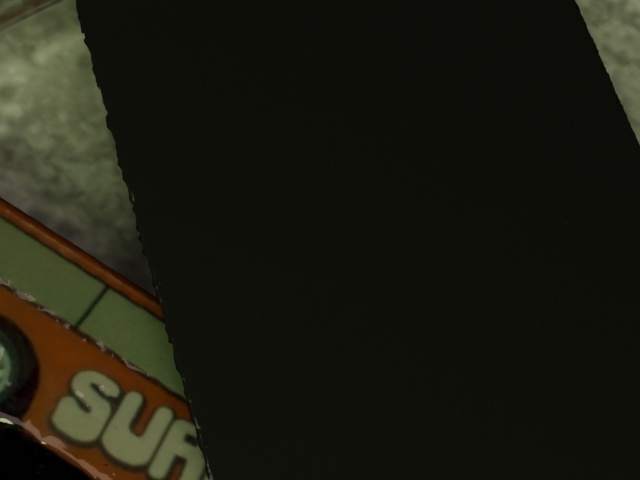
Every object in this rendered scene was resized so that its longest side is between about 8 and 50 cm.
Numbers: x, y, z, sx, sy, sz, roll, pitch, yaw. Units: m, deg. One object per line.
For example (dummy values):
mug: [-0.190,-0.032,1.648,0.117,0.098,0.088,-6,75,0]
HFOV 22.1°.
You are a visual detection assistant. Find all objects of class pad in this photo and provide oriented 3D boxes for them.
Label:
pad: [-0.001,0.000,0.629,0.315,0.063,0.375,-2,61,-32]

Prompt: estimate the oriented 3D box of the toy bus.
toy bus: [-0.019,0.112,0.597,0.409,0.093,0.092,33,55,3]
